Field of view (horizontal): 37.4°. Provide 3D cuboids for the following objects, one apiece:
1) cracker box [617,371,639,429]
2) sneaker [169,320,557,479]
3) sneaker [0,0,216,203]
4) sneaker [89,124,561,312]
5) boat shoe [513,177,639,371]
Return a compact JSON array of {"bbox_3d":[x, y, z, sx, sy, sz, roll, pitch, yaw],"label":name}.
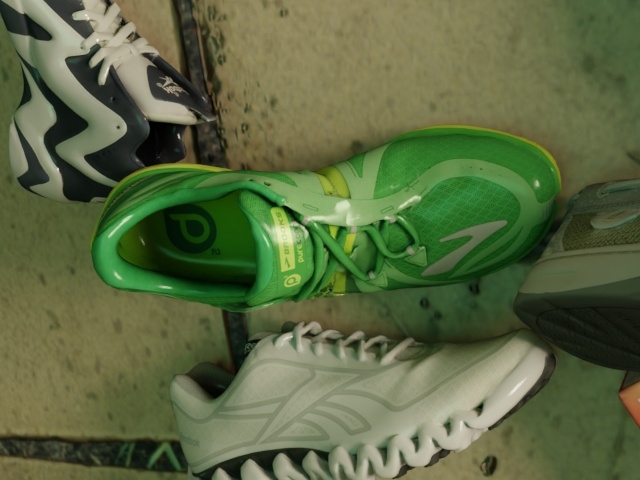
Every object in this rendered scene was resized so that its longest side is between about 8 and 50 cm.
[{"bbox_3d":[0.306,0.088,0.509,0.232,0.067,0.156,-34,87,28],"label":"cracker box"},{"bbox_3d":[0.012,0.104,0.634,0.292,0.110,0.118,-23,83,27],"label":"sneaker"},{"bbox_3d":[-0.138,-0.130,0.650,0.153,0.094,0.235,13,107,20],"label":"sneaker"},{"bbox_3d":[0.000,0.000,0.580,0.295,0.123,0.109,-7,109,9],"label":"sneaker"},{"bbox_3d":[0.230,0.000,0.438,0.118,0.103,0.320,35,155,-24],"label":"boat shoe"}]
